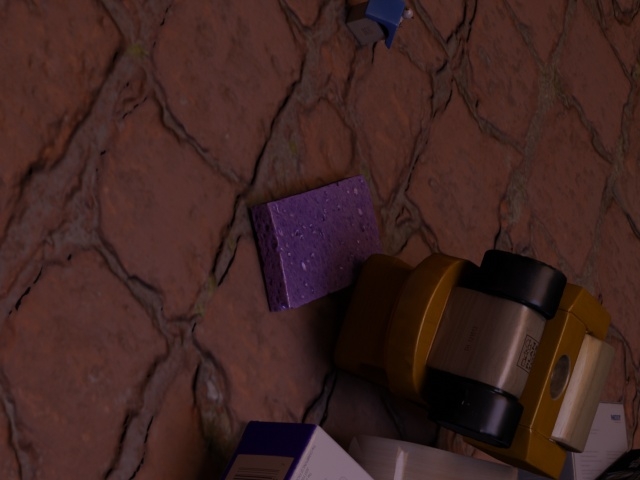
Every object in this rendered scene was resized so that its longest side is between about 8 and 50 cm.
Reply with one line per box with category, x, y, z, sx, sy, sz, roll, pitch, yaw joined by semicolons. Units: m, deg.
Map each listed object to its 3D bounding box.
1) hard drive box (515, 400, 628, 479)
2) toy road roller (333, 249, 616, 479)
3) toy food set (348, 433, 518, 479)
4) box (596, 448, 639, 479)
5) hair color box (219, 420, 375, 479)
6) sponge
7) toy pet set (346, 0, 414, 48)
hard drive box;0.340;0.331;2.171;0.181;0.089;0.232;12;71;-55
toy road roller;0.168;0.122;1.834;0.329;0.240;0.203;34;74;-57
toy food set;0.116;0.349;1.853;0.306;0.092;0.220;20;75;-50
box;0.435;0.379;2.147;0.147;0.077;0.180;-24;101;-55
hair color box;0.022;0.346;1.608;0.339;0.110;0.185;47;58;-30
sponge;0.000;0.000;1.811;0.210;0.031;0.117;-19;98;-56
toy pet set;0.075;-0.298;1.974;0.122;0.065;0.114;51;43;-35
